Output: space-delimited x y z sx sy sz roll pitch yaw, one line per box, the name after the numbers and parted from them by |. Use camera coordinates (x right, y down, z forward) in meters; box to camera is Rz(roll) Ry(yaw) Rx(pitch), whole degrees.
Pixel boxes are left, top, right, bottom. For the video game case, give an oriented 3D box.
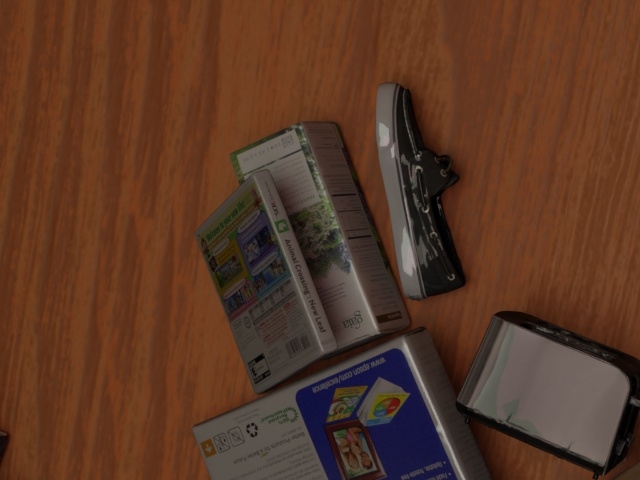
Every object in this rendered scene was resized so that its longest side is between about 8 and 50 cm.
-0.060 0.047 1.724 0.023 0.212 0.193 -18 81 -24 | video game case

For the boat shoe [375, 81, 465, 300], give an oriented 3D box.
0.108 -0.054 1.728 0.076 0.080 0.228 -8 89 13 | boat shoe

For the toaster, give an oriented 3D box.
0.226 0.146 1.641 0.186 0.168 0.110 22 95 17 | toaster

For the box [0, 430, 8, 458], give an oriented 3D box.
-0.493 0.315 1.821 0.076 0.307 0.242 24 98 24 | box

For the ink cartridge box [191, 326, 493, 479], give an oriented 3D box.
0.041 0.283 1.724 0.303 0.072 0.307 -26 85 32 | ink cartridge box

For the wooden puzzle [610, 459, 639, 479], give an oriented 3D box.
0.378 0.349 1.566 0.322 0.080 0.348 54 149 11 | wooden puzzle

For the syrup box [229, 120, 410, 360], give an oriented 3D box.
0.000 0.000 1.754 0.093 0.096 0.237 -23 84 23 | syrup box
